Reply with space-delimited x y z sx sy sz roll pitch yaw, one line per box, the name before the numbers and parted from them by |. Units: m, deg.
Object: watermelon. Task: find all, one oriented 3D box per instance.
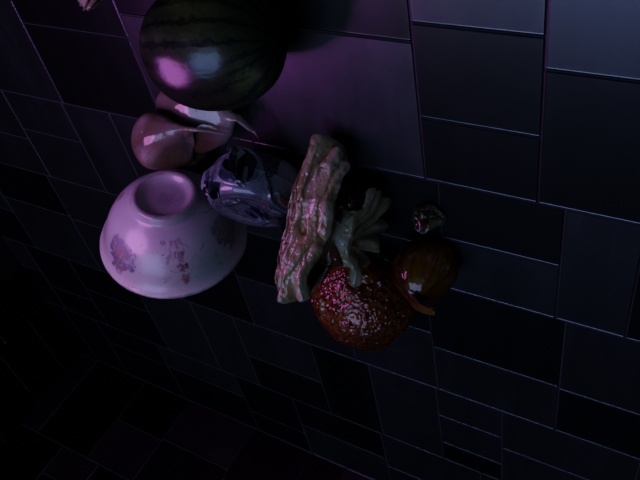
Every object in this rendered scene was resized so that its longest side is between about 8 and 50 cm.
watermelon | -0.245 -0.426 1.578 0.359 0.279 0.279 12 140 29

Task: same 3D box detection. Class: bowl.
bowl | -0.426 -0.070 2.025 0.434 0.435 0.196 24 146 16

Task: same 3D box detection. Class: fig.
fig | 0.256 0.106 1.860 0.175 0.207 0.175 19 152 11

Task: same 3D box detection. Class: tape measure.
tape measure | -0.183 -0.134 1.930 0.275 0.147 0.256 22 158 -26

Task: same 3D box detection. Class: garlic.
garlic | -0.359 -0.285 1.896 0.340 0.231 0.246 0 130 48

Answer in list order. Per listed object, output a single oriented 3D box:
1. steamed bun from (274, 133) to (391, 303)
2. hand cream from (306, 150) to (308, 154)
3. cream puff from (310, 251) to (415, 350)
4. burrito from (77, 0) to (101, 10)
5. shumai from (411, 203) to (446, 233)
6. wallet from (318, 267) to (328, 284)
steamed bun | 0.043 -0.031 1.812 0.189 0.428 0.247 19 -173 28
hand cream | -0.019 -0.106 1.903 0.095 0.059 0.276 46 140 49
cream puff | 0.108 0.183 2.065 0.350 0.229 0.350 25 146 18
burrito | -0.590 -0.721 1.648 0.332 0.135 0.190 47 141 -14
shumai | 0.262 -0.044 1.784 0.083 0.080 0.082 27 147 9
wallet | 0.000 0.000 1.980 0.122 0.031 0.232 42 118 34
